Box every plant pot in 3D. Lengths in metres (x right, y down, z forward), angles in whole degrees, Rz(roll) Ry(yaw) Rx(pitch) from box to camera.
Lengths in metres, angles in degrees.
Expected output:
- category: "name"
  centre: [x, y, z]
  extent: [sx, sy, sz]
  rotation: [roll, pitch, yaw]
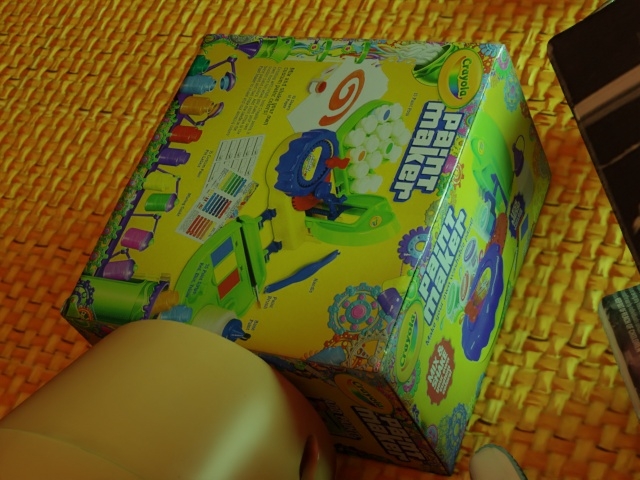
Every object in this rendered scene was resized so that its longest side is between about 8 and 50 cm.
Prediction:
- category: "plant pot"
  centre: [-0.119, 0.193, 0.862]
  extent: [0.291, 0.290, 0.203]
  rotation: [7, 46, 29]

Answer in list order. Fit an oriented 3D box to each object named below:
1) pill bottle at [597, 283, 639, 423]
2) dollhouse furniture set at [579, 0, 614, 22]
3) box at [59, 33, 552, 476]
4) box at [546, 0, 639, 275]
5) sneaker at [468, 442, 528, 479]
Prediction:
- category: "pill bottle"
  centre: [0.324, 0.059, 0.830]
  extent: [0.246, 0.130, 0.130]
  rotation: [-20, 50, 11]
- category: "dollhouse furniture set"
  centre: [0.336, -0.190, 0.949]
  extent: [0.242, 0.212, 0.161]
  rotation: [-38, 12, 7]
- category: "box"
  centre: [0.000, 0.000, 0.997]
  extent: [0.279, 0.177, 0.290]
  rotation: [8, 60, 30]
- category: "box"
  centre: [0.429, 0.019, 0.501]
  extent: [0.472, 0.297, 0.479]
  rotation: [-32, 69, 37]
- category: "sneaker"
  centre: [0.127, 0.240, 0.823]
  extent: [0.092, 0.087, 0.228]
  rotation: [-22, 48, 12]
